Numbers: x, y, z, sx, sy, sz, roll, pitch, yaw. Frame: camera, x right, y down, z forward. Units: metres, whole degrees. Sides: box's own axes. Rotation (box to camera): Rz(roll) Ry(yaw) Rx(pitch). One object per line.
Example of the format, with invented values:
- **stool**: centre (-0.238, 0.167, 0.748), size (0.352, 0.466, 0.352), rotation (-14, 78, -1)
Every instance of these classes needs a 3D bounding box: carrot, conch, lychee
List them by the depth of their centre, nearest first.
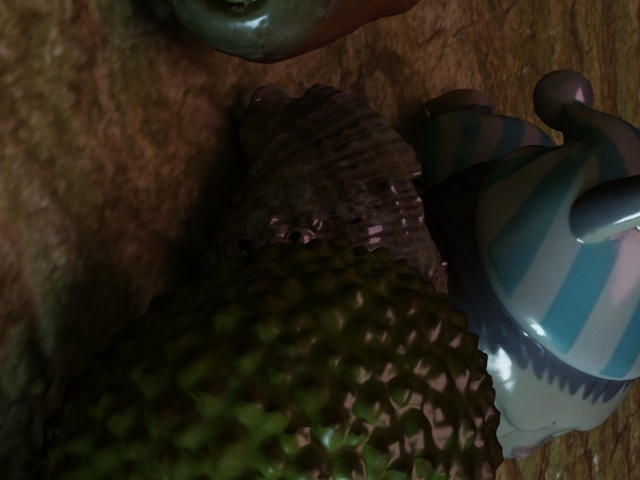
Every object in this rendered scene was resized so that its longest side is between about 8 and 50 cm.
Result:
- **lychee**: centre (-0.035, 0.150, 0.767), size (0.320, 0.270, 0.270), rotation (-57, 144, -15)
- **carrot**: centre (-0.010, -0.194, 0.906), size (0.302, 0.139, 0.138), rotation (-20, 112, -66)
- **conch**: centre (0.000, 0.000, 0.924), size (0.163, 0.178, 0.245), rotation (11, 66, -71)

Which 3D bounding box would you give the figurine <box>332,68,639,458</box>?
- **figurine**: centre (0.223, 0.002, 1.067), size (0.266, 0.378, 0.361), rotation (55, 41, -31)
